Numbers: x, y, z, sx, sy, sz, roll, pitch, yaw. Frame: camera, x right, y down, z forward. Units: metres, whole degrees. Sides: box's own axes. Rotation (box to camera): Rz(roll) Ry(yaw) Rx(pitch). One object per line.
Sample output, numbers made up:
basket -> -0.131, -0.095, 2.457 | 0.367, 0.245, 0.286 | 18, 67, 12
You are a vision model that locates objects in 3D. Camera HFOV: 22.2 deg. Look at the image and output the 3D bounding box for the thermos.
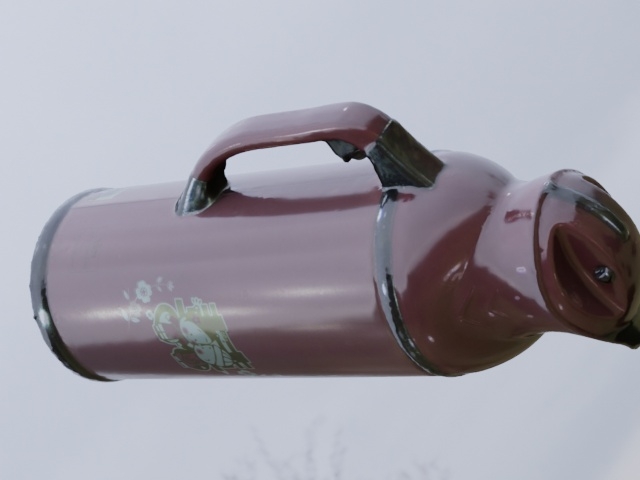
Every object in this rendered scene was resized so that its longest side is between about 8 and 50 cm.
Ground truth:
thermos -> 0.005, 0.001, 0.810 | 0.109, 0.330, 0.136 | -13, -83, -52
